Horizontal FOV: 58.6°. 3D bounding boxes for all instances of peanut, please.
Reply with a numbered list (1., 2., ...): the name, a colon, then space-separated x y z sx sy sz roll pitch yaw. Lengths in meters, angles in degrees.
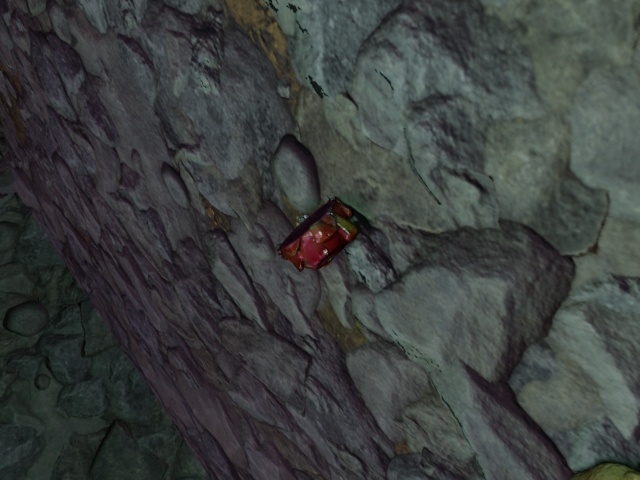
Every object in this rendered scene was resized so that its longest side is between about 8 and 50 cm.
1. peanut: 0.301 0.266 0.602 0.054 0.053 0.113 50 146 13

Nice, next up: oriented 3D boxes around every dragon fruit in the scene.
1. dragon fruit: 0.000 0.001 0.743 0.068 0.112 0.126 48 149 -10
